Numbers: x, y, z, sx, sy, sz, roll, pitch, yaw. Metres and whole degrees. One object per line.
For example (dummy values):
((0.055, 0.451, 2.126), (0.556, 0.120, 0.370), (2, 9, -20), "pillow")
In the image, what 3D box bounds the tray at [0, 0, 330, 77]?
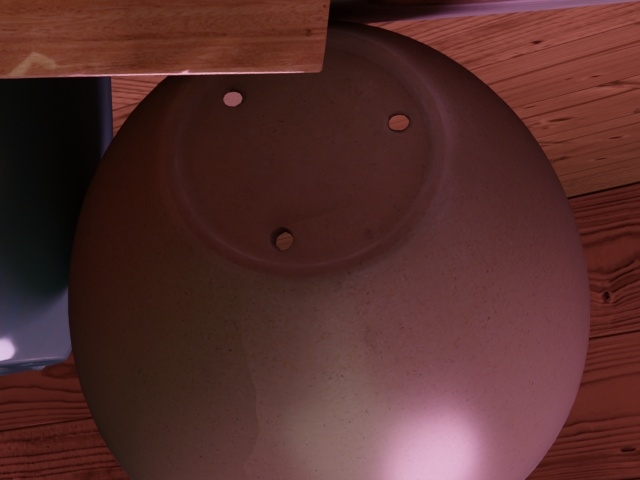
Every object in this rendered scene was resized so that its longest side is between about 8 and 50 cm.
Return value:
((-0.222, -0.112, 0.554), (0.411, 0.076, 0.203), (-4, -159, -31), "tray")

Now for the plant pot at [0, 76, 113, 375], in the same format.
((-0.255, -0.029, 0.944), (0.293, 0.235, 0.293), (-9, 175, -1), "plant pot")

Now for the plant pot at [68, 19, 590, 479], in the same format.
((0.000, 0.000, 0.798), (0.284, 0.284, 0.191), (-9, 154, -1), "plant pot")

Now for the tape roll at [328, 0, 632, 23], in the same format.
((0.125, -0.155, 0.760), (0.392, 0.072, 0.392), (-5, -176, 0), "tape roll")
